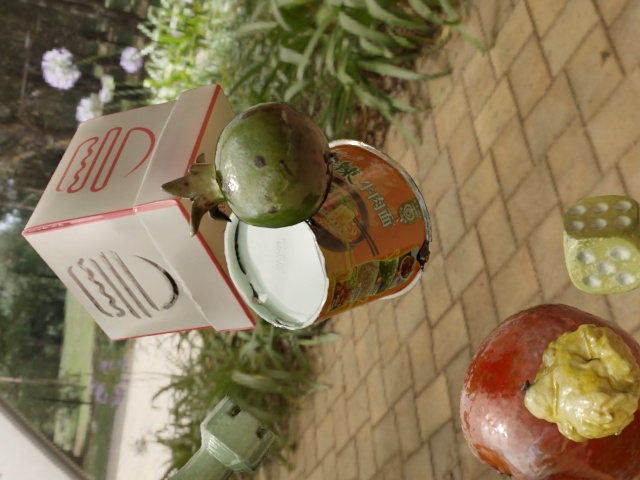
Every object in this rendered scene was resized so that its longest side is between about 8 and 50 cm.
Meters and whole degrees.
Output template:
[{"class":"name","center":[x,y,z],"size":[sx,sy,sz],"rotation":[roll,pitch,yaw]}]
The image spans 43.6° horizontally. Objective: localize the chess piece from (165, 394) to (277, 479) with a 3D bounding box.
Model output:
[{"class":"chess piece","center":[-0.208,0.410,1.326],"size":[0.299,0.194,0.194],"rotation":[-49,10,-14]}]

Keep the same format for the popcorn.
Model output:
[{"class":"popcorn","center":[0.192,0.108,0.565],"size":[0.084,0.084,0.084],"rotation":[-171,90,-74]}]

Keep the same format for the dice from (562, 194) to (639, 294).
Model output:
[{"class":"dice","center":[0.644,0.009,1.802],"size":[0.169,0.169,0.166],"rotation":[65,-149,-31]}]

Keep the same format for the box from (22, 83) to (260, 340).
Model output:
[{"class":"box","center":[-0.275,-0.039,1.416],"size":[0.312,0.299,0.314],"rotation":[-80,-27,-43]}]

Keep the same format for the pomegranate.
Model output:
[{"class":"pomegranate","center":[-0.064,-0.070,0.866],"size":[0.169,0.148,0.149],"rotation":[-30,46,31]}]

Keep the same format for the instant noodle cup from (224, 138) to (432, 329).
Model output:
[{"class":"instant noodle cup","center":[0.000,0.000,1.029],"size":[0.230,0.182,0.230],"rotation":[18,119,37]}]

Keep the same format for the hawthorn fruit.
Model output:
[{"class":"hawthorn fruit","center":[0.322,0.227,1.080],"size":[0.284,0.284,0.285],"rotation":[-171,90,-74]}]
